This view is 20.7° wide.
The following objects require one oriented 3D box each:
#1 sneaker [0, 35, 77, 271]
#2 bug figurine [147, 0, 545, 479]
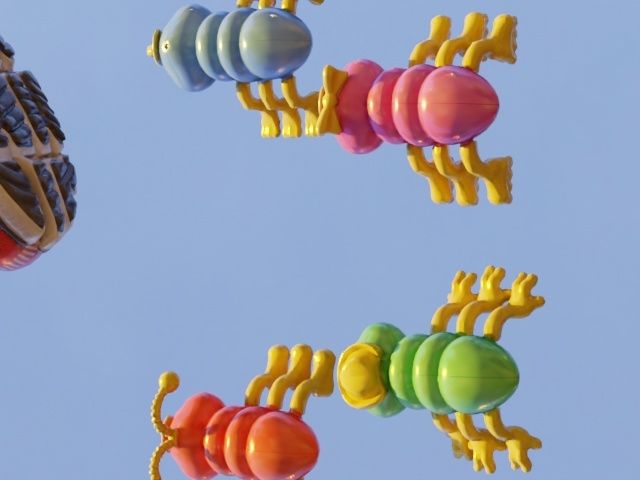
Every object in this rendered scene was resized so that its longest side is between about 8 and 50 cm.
[{"bbox_3d":[-0.216,-0.072,0.703,0.279,0.107,0.118,40,-79,10],"label":"sneaker"},{"bbox_3d":[0.000,0.000,0.809,0.072,0.216,0.279,0,-92,-51],"label":"bug figurine"}]
